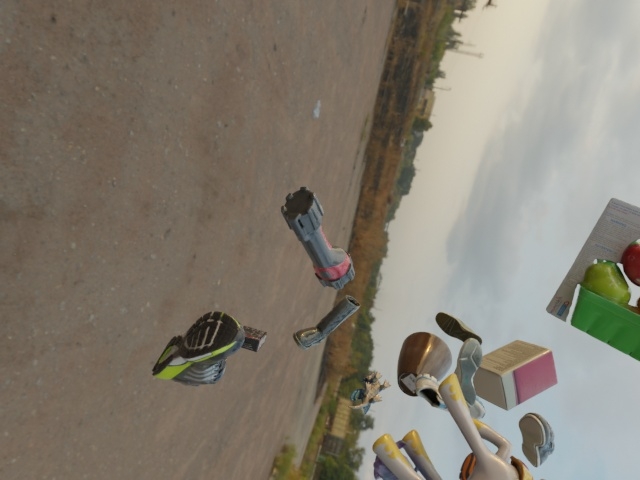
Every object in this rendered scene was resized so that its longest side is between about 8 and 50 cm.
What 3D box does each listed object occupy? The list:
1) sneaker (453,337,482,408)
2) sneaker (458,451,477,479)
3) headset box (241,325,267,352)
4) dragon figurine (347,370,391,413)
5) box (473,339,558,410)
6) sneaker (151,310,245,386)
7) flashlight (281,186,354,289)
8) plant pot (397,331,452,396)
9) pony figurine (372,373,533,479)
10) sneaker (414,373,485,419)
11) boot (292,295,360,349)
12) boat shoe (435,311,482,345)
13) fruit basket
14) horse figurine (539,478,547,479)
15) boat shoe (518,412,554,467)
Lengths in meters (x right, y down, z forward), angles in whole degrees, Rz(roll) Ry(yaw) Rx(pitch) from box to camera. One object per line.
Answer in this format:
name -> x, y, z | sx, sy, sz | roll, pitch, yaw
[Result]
sneaker -> 0.321, 0.293, 0.974 | 0.061, 0.053, 0.152 | 136, -33, -83
sneaker -> 0.496, 0.817, 1.341 | 0.180, 0.124, 0.321 | 78, 22, -53
headset box -> -0.171, 0.239, 1.052 | 0.083, 0.062, 0.032 | -39, 144, -83
dragon figurine -> 0.170, 0.579, 1.613 | 0.289, 0.085, 0.144 | -33, 163, -54
box -> 0.643, 0.443, 1.450 | 0.148, 0.232, 0.127 | 4, -70, 68
sneaker -> -0.241, 0.243, 0.932 | 0.300, 0.121, 0.111 | -30, -146, 41
flashlight -> 0.000, 0.000, 1.018 | 0.103, 0.103, 0.304 | -35, 139, -8
plant pot -> 0.393, 0.512, 1.733 | 0.230, 0.215, 0.216 | -28, 135, -59
pony figurine -> 0.261, 0.460, 0.733 | 0.351, 0.363, 0.303 | -33, 134, -18
sneaker -> 0.333, 0.424, 1.135 | 0.083, 0.190, 0.071 | -18, 126, -69
boot -> 0.024, 0.269, 1.439 | 0.208, 0.076, 0.189 | -40, 163, 17
boat shoe -> 0.415, 0.267, 1.312 | 0.056, 0.153, 0.048 | -61, 171, 9
fruit basket -> 0.824, 0.115, 1.112 | 0.165, 0.327, 0.353 | 12, 105, -61
horse figurine -> 0.361, 0.326, 0.467 | 0.174, 0.263, 0.066 | -1, -119, 51
boat shoe -> 0.808, 0.718, 1.604 | 0.095, 0.112, 0.335 | -29, 129, -14
